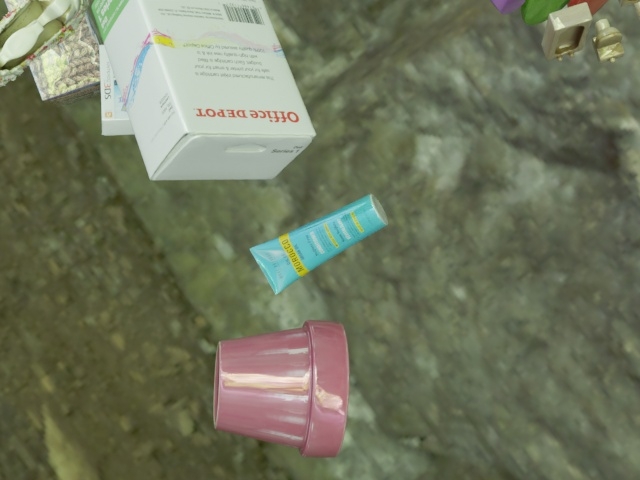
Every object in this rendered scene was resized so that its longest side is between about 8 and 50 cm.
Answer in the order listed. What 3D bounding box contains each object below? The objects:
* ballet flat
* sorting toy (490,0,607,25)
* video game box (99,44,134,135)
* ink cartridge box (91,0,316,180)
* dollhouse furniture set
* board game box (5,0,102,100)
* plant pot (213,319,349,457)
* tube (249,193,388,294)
[{"bbox_3d":[-0.390,-0.301,1.616,0.091,0.241,0.077,45,-23,-23],"label":"ballet flat"},{"bbox_3d":[0.369,-0.447,1.943,0.366,0.127,0.126,-14,60,-48],"label":"sorting toy"},{"bbox_3d":[-0.285,-0.270,2.043,0.048,0.205,0.187,99,-15,-55],"label":"video game box"},{"bbox_3d":[-0.153,-0.220,1.507,0.201,0.117,0.278,-3,63,-39],"label":"ink cartridge box"},{"bbox_3d":[0.380,-0.242,1.484,0.144,0.151,0.123,62,12,-78],"label":"dollhouse furniture set"},{"bbox_3d":[-0.526,-0.408,2.373,0.291,0.141,0.232,-157,-133,-82],"label":"board game box"},{"bbox_3d":[-0.062,0.214,1.690,0.201,0.180,0.201,-178,-90,-82],"label":"plant pot"},{"bbox_3d":[0.000,0.000,1.737,0.080,0.207,0.052,62,15,2],"label":"tube"}]
